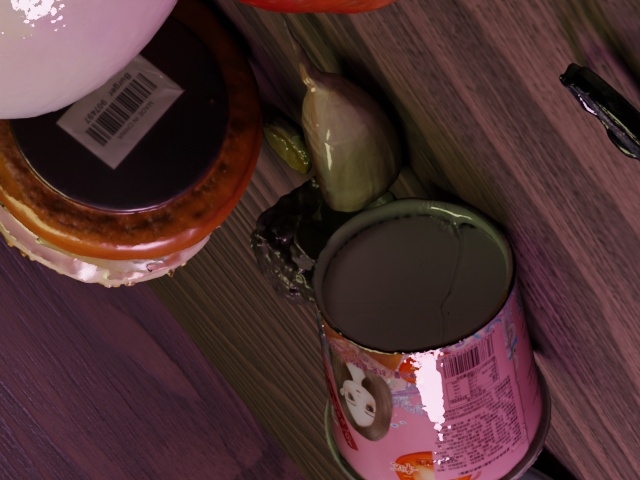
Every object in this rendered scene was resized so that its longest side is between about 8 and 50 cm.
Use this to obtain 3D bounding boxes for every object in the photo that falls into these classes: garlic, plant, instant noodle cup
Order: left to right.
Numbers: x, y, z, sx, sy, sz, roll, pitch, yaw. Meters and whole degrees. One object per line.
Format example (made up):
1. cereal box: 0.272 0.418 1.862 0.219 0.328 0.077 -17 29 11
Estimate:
1. plant: 0.000 0.000 1.323 0.131 0.142 0.203 57 151 -3
2. garlic: 0.015 -0.108 1.142 0.128 0.090 0.198 52 173 33
3. instant noodle cup: 0.102 0.106 1.164 0.243 0.243 0.231 35 154 37

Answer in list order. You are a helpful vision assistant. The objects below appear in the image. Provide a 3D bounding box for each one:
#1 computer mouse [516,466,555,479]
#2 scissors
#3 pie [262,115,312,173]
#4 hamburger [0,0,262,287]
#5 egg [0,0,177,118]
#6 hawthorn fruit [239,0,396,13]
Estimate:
1. computer mouse: 0.304 0.393 1.501 0.371 0.122 0.188 53 161 5
2. scissors: 0.271 -0.008 0.795 0.300 0.022 0.109 45 -172 -8
3. pie: -0.036 -0.111 1.370 0.084 0.020 0.084 45 165 16
4. hamburger: -0.230 -0.118 1.316 0.330 0.330 0.250 47 160 1
5. egg: -0.231 -0.312 0.880 0.354 0.354 0.340 48 139 -2
6. hawthorn fruit: -0.026 -0.222 0.732 0.197 0.225 0.197 53 162 26
